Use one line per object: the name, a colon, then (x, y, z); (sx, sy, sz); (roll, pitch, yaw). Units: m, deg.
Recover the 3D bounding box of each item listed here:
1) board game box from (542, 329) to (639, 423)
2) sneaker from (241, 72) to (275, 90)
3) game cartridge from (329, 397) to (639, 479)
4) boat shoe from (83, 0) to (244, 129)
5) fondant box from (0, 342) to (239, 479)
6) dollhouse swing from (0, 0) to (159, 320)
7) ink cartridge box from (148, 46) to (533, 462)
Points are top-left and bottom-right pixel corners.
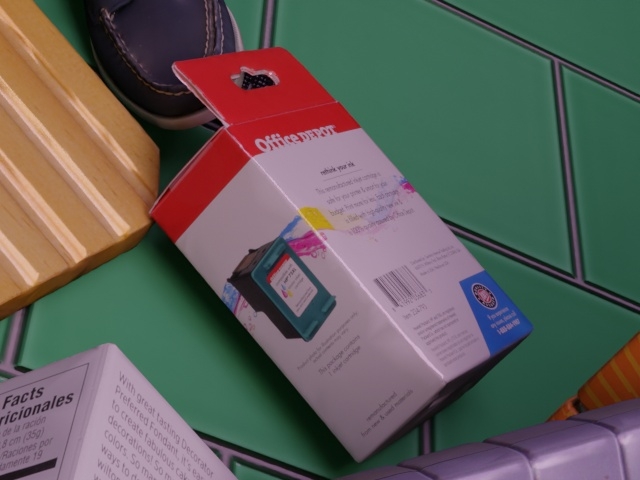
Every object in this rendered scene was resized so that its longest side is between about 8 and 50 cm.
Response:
board game box: (0.332, 0.164, 0.839); (0.356, 0.356, 0.356); (-20, 65, -47)
sneaker: (-0.064, -0.102, 1.059); (0.109, 0.040, 0.044); (28, -2, 3)
game cartridge: (0.128, 0.241, 0.636); (0.230, 0.068, 0.355); (-13, 96, -25)
boat shoe: (-0.110, -0.177, 1.029); (0.095, 0.079, 0.254); (-15, 52, -2)
fondant box: (-0.071, 0.238, 0.586); (0.238, 0.096, 0.330); (53, 30, -33)
dollhouse swing: (-0.220, -0.160, 0.814); (0.305, 0.315, 0.347); (38, 37, 17)
ink cartridge box: (0.000, 0.000, 0.943); (0.231, 0.078, 0.134); (50, 28, 12)
